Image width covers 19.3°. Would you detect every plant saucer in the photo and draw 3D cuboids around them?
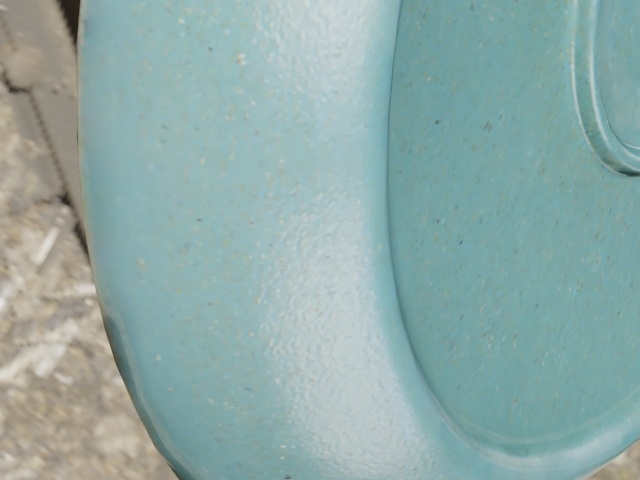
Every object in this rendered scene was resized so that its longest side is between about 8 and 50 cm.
[{"bbox_3d":[0.070,-0.069,0.425,0.317,0.043,0.317,-34,134,-44],"label":"plant saucer"}]
